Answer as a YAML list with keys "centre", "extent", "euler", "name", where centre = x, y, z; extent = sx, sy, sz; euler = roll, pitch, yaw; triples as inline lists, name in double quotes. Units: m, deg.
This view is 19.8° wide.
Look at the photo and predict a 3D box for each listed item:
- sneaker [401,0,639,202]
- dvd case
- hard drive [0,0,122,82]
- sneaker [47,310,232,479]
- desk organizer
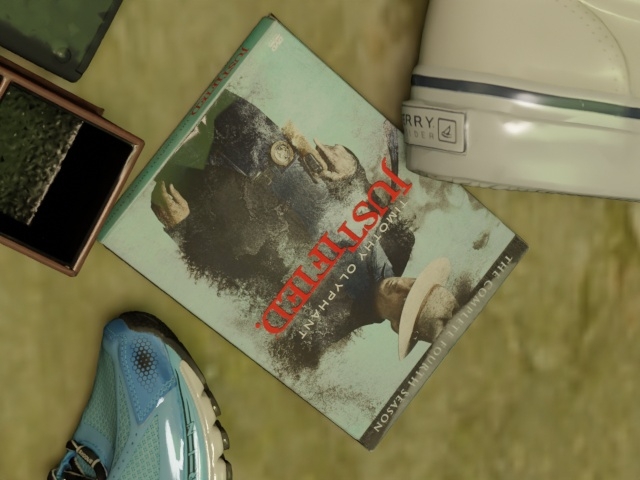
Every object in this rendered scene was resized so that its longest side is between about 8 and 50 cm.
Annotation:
- centre: [0.150, -0.054, 0.582]
  extent: [0.258, 0.094, 0.091]
  euler: [3, 99, -27]
  name: "sneaker"
- centre: [0.000, 0.000, 0.575]
  extent: [0.119, 0.013, 0.087]
  euler: [41, 85, -27]
  name: "dvd case"
- centre: [-0.104, -0.114, 0.495]
  extent: [0.135, 0.022, 0.094]
  euler: [27, 91, -27]
  name: "hard drive"
- centre: [-0.074, 0.099, 0.541]
  extent: [0.073, 0.063, 0.162]
  euler: [11, 99, -22]
  name: "sneaker"
- centre: [-0.116, -0.040, 0.493]
  extent: [0.130, 0.050, 0.047]
  euler: [27, 91, -27]
  name: "desk organizer"
